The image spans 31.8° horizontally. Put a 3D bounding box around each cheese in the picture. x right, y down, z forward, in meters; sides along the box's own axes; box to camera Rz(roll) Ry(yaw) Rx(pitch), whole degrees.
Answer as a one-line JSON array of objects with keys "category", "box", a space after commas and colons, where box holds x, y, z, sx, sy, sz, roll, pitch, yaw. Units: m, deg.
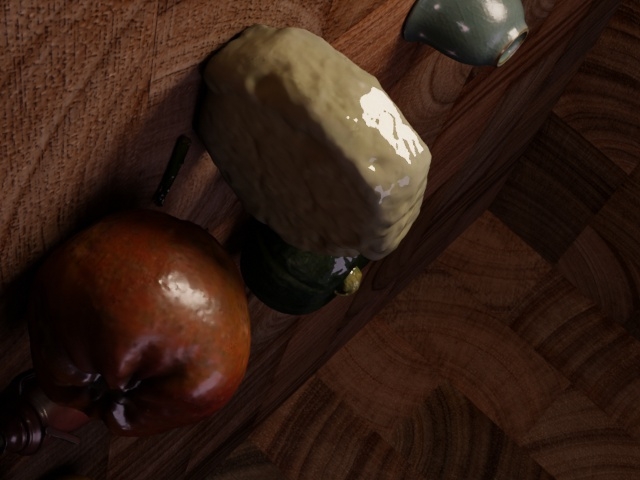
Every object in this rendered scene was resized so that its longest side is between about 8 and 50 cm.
[{"category": "cheese", "box": [-0.018, -0.112, 1.359, 0.318, 0.326, 0.115, 2, -136, 53]}]

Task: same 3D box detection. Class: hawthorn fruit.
[{"category": "hawthorn fruit", "box": [-0.210, 0.081, 1.375, 0.298, 0.277, 0.277, -63, 180, -39]}]

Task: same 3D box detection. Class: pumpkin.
[{"category": "pumpkin", "box": [0.000, 0.000, 1.911, 0.300, 0.207, 0.300, -42, 172, -7]}]

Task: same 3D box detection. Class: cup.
[{"category": "cup", "box": [0.251, -0.353, 1.797, 0.199, 0.150, 0.199, -44, 168, -12]}]

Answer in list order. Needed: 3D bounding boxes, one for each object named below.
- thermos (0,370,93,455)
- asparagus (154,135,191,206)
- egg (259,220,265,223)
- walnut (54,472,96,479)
[{"category": "thermos", "box": [-0.392, 0.240, 1.603, 0.232, 0.099, 0.124, -23, 117, -60]}, {"category": "asparagus", "box": [-0.189, -0.086, 1.431, 0.018, 0.015, 0.127, -25, 156, -40]}, {"category": "egg", "box": [-0.028, -0.109, 1.601, 0.209, 0.151, 0.151, -48, 169, 21]}, {"category": "walnut", "box": [-0.460, 0.545, 2.098, 0.203, 0.203, 0.298, -44, 176, -16]}]
